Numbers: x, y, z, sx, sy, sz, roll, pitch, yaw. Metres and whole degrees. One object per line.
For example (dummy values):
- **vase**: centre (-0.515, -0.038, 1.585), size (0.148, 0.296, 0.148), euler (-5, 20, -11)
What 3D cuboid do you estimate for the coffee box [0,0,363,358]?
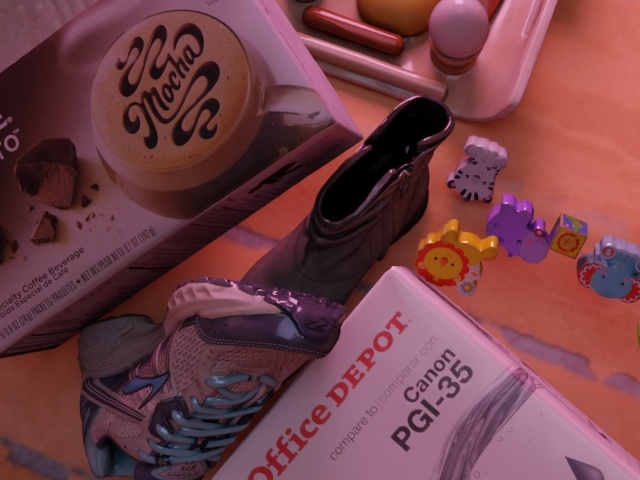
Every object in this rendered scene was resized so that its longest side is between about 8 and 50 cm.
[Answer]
- **coffee box**: centre (-0.142, -0.064, 0.847), size (0.297, 0.119, 0.168), euler (-33, 83, 10)

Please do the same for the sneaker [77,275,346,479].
- **sneaker**: centre (-0.077, 0.106, 0.801), size (0.110, 0.283, 0.122), euler (14, 67, -31)

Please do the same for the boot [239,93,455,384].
- **boot**: centre (0.000, 0.000, 0.874), size (0.083, 0.161, 0.246), euler (39, 77, 10)

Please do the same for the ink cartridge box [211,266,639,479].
- **ink cartridge box**: centre (0.095, 0.183, 0.822), size (0.283, 0.117, 0.207), euler (41, 95, 10)

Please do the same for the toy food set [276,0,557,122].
- **toy food set**: centre (0.052, -0.248, 0.982), size (0.306, 0.092, 0.220), euler (20, 75, 5)

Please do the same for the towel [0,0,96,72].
- **towel**: centre (-0.187, -0.152, 0.946), size (0.187, 0.049, 0.282), euler (-27, 82, 11)

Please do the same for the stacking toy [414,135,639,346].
- **stacking toy**: centre (0.186, 0.010, 0.885), size (0.221, 0.052, 0.167), euler (23, 31, 1)
